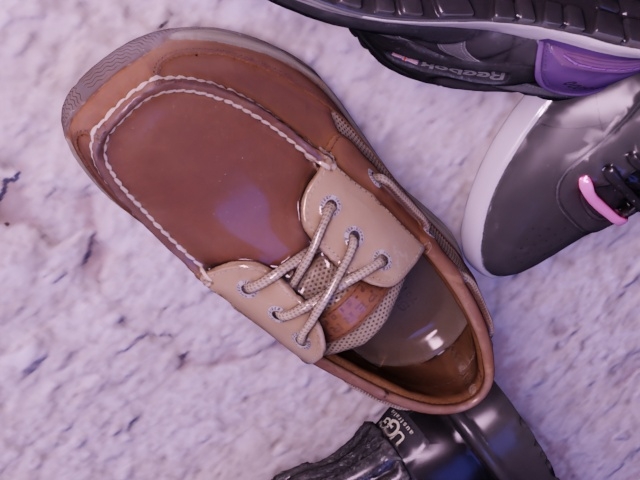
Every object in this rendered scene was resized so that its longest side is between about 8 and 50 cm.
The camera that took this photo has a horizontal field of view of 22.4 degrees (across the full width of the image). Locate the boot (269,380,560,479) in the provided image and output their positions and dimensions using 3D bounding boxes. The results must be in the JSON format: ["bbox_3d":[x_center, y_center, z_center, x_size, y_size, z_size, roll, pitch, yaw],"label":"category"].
[{"bbox_3d":[0.056,0.248,1.090,0.260,0.131,0.348,-37,124,-5],"label":"boot"}]

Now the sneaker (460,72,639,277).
[{"bbox_3d":[0.213,-0.055,0.907,0.296,0.147,0.104,-42,139,11],"label":"sneaker"}]

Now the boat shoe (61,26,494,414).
[{"bbox_3d":[0.000,0.000,0.846,0.123,0.116,0.324,-45,137,12],"label":"boat shoe"}]

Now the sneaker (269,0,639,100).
[{"bbox_3d":[0.035,-0.118,0.771,0.283,0.107,0.124,13,156,-20],"label":"sneaker"}]
